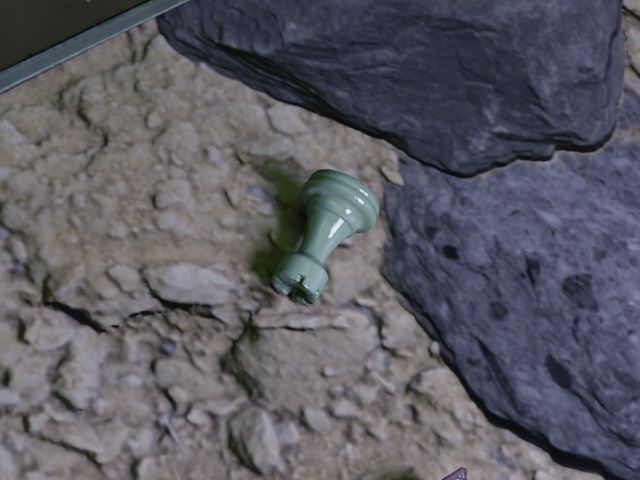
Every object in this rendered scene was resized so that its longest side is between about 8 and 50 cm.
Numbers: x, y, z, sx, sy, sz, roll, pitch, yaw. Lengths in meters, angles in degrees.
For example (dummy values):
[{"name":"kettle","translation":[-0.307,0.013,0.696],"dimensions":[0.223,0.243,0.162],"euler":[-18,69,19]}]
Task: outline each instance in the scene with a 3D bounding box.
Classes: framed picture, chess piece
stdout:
[{"name":"framed picture","translation":[-0.238,-0.258,1.528],"dimensions":[0.293,0.018,0.231],"euler":[-32,77,-33]},{"name":"chess piece","translation":[0.000,0.000,1.458],"dimensions":[0.067,0.067,0.103],"euler":[30,63,-5]}]

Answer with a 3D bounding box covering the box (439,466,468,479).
[{"name":"box","translation":[0.083,0.222,1.367],"dimensions":[0.084,0.060,0.063],"euler":[-24,78,-33]}]
